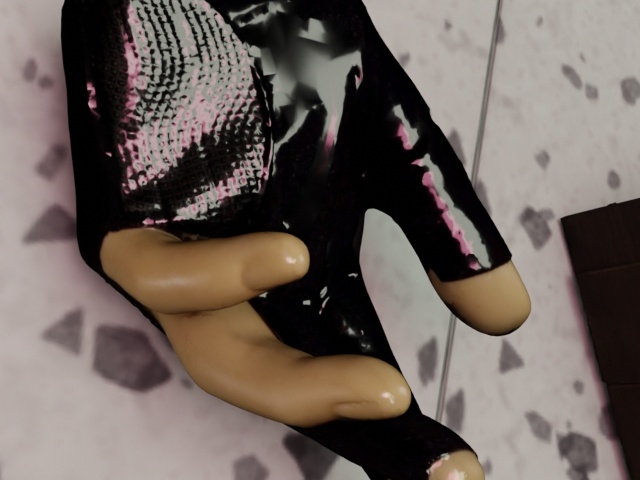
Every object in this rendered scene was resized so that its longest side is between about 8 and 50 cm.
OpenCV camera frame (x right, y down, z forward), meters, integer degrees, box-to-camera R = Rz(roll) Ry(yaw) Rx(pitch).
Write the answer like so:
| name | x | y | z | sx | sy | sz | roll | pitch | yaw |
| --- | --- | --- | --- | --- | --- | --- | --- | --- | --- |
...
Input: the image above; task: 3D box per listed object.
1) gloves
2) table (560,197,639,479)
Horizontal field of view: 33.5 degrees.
| name | x | y | z | sx | sy | sz | roll | pitch | yaw |
| --- | --- | --- | --- | --- | --- | --- | --- | --- | --- |
| gloves | -0.004 | -0.001 | 0.501 | 0.197 | 0.152 | 0.301 | -16 | 64 | -27 |
| table | 0.277 | 0.051 | 0.660 | 0.172 | 0.169 | 0.193 | -13 | 88 | -33 |
